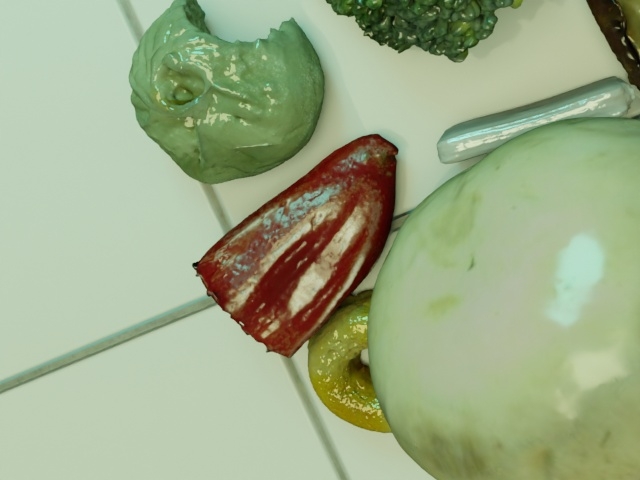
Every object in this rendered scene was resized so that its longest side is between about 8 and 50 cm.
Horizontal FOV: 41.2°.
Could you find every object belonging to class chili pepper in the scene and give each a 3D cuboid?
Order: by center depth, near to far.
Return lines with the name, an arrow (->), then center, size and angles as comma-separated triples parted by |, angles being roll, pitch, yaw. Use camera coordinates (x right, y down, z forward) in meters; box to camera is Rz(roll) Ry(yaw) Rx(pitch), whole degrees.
chili pepper -> 0.000, 0.000, 0.909 | 0.253, 0.136, 0.144 | -42, 53, 12

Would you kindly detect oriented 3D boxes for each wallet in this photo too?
wallet -> 0.205, -0.116, 0.823 | 0.190, 0.095, 0.033 | -14, 105, 20

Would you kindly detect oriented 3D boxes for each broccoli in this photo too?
broccoli -> 0.097, -0.299, 0.789 | 0.245, 0.248, 0.288 | -41, 76, -15

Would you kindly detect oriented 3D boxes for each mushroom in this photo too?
mushroom -> 0.211, 0.054, 0.761 | 0.325, 0.353, 0.353 | 40, 112, 29

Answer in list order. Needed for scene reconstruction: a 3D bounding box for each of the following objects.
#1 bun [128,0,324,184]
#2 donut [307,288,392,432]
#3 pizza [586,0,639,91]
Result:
bun -> -0.107, -0.162, 0.894 | 0.212, 0.126, 0.204 | -15, 99, 19
donut -> 0.065, 0.139, 0.938 | 0.178, 0.065, 0.162 | -3, 101, 17
pizza -> 0.354, -0.319, 0.744 | 0.392, 0.080, 0.435 | 34, 108, 7
